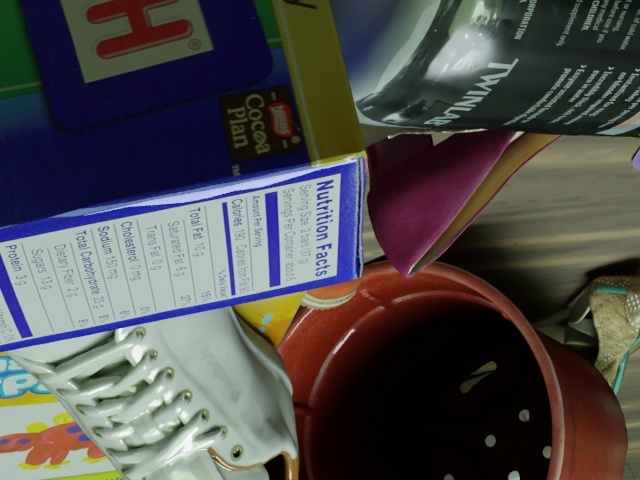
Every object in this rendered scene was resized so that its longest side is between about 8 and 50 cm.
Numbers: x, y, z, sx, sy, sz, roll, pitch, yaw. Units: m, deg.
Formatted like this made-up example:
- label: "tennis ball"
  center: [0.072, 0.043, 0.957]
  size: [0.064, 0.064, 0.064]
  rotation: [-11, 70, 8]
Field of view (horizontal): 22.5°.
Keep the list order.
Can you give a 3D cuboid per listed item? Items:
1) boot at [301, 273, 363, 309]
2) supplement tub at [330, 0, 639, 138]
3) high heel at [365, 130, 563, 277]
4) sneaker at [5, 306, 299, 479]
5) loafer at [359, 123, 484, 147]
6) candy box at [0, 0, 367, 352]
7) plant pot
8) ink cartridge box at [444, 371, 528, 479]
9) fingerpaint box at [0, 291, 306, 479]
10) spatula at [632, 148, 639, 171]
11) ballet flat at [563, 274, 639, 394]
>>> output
- label: "boot"
  center: [0.000, 0.000, 1.161]
  size: [0.084, 0.059, 0.158]
  rotation: [-31, 149, 21]
- label: "supplement tub"
  center: [0.157, -0.151, 0.763]
  size: [0.338, 0.207, 0.207]
  rotation: [0, 151, -28]
- label: "high heel"
  center: [0.145, -0.061, 1.039]
  size: [0.244, 0.117, 0.082]
  rotation: [-16, 154, 4]
- label: "sneaker"
  center: [-0.079, 0.085, 0.864]
  size: [0.105, 0.123, 0.290]
  rotation: [-25, 149, 16]
- label: "loafer"
  center: [-0.006, -0.085, 0.881]
  size: [0.365, 0.130, 0.134]
  rotation: [-2, 148, -30]
- label: "candy box"
  center: [-0.160, -0.094, 0.648]
  size: [0.317, 0.268, 0.122]
  rotation: [-11, 158, -7]
- label: "plant pot"
  center: [0.122, 0.169, 1.353]
  size: [0.272, 0.272, 0.265]
  rotation: [-26, 159, 23]
- label: "ink cartridge box"
  center: [0.110, 0.256, 1.648]
  size: [0.198, 0.115, 0.273]
  rotation: [-17, 154, -6]
- label: "fingerpaint box"
  center: [-0.276, 0.073, 1.036]
  size: [0.444, 0.163, 0.371]
  rotation: [-6, 151, -20]
- label: "spatula"
  center: [0.385, -0.075, 1.230]
  size: [0.296, 0.030, 0.084]
  rotation: [-4, 150, -19]
- label: "ballet flat"
  center: [0.256, 0.082, 1.461]
  size: [0.067, 0.073, 0.206]
  rotation: [13, 151, 7]
